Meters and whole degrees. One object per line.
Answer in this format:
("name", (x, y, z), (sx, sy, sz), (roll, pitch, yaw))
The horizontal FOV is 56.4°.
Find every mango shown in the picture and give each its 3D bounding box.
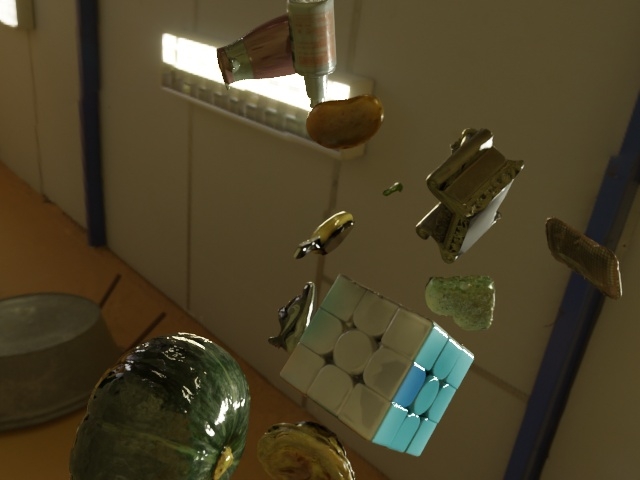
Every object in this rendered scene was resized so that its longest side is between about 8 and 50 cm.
("mango", (0.054, -0.252, 1.284), (0.178, 0.090, 0.115), (-6, -47, 22))

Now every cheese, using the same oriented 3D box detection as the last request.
("cheese", (0.001, 0.001, 1.051), (0.036, 0.162, 0.086), (42, -58, 11))

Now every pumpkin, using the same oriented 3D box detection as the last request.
("pumpkin", (-0.158, 0.195, 0.602), (0.152, 0.211, 0.211), (23, -62, 23))

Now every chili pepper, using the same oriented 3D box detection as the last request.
("chili pepper", (0.152, -0.106, 1.230), (0.030, 0.083, 0.017), (-39, -100, 38))

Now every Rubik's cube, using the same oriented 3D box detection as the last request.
("Rubik's cube", (0.138, 0.299, 1.423), (0.291, 0.292, 0.290), (26, -99, 38))

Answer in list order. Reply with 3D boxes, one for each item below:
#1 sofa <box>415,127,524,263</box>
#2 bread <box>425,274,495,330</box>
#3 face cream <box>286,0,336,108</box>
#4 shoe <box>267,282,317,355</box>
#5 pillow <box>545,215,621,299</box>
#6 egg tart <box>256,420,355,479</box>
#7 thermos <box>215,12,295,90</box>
("sofa", (0.301, -0.105, 1.328), (0.182, 0.200, 0.258), (41, -18, 20))
("bread", (0.378, 0.157, 1.523), (0.172, 0.232, 0.064), (-39, -149, 29))
("face cream", (-0.014, -0.412, 1.330), (0.101, 0.101, 0.251), (30, -40, 38))
("shoe", (-0.079, 0.226, 1.742), (0.112, 0.099, 0.227), (10, -107, 12))
("pillow", (0.557, 0.033, 1.274), (0.135, 0.034, 0.211), (64, -8, -32))
("egg tart", (-0.025, 0.475, 1.298), (0.241, 0.106, 0.241), (16, -51, 20))
("thermos", (-0.123, -0.462, 1.460), (0.176, 0.265, 0.146), (-123, -166, -70))
